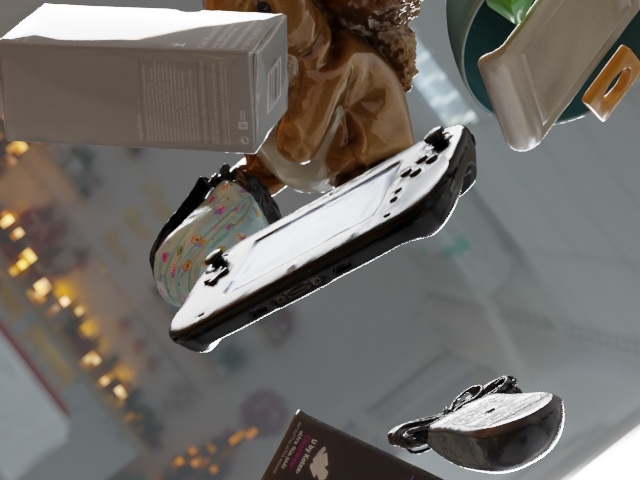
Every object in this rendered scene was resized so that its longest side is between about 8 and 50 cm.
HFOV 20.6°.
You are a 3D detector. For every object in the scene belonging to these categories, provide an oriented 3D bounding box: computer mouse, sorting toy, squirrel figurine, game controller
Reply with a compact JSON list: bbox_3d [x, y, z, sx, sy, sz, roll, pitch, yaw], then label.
[{"bbox_3d":[0.211,0.230,2.114,0.072,0.188,0.272,69,-18,-5],"label":"computer mouse"},{"bbox_3d":[0.205,-0.185,1.481,0.047,0.196,0.348,38,-8,25],"label":"sorting toy"},{"bbox_3d":[-0.022,-0.272,2.353,0.281,0.397,0.370,8,-40,39],"label":"squirrel figurine"},{"bbox_3d":[0.000,0.000,1.581,0.067,0.319,0.166,57,29,-8],"label":"game controller"}]

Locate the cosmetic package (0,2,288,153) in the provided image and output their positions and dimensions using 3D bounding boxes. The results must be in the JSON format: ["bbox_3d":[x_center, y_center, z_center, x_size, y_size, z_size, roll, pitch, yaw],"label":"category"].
[{"bbox_3d":[-0.156,-0.146,1.575,0.127,0.238,0.107,-65,158,-63],"label":"cosmetic package"}]

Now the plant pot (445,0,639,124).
[{"bbox_3d":[0.274,-0.315,2.199,0.290,0.290,0.195,57,4,-46],"label":"plant pot"}]

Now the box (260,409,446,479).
[{"bbox_3d":[0.084,0.258,1.289,0.270,0.143,0.165,22,-13,27],"label":"box"}]

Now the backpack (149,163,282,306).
[{"bbox_3d":[-0.128,0.012,2.244,0.115,0.182,0.152,14,-40,49],"label":"backpack"}]
